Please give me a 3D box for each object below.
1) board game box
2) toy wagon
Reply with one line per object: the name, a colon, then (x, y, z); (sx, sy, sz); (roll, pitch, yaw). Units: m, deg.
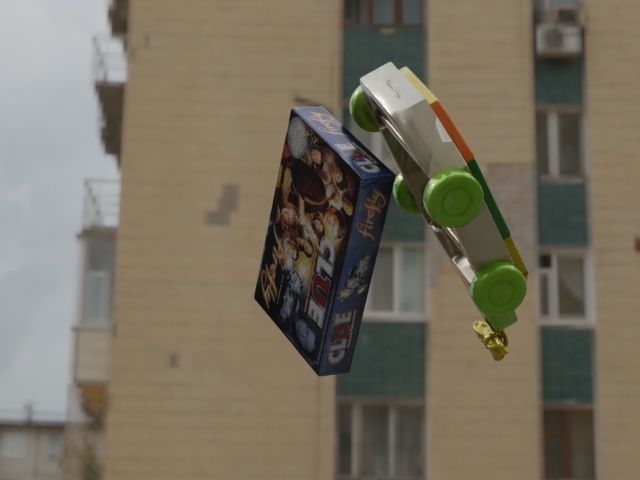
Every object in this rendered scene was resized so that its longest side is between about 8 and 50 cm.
board game box: (0.000, 0.000, 1.619); (0.042, 0.243, 0.165); (-5, 32, -30)
toy wagon: (0.139, -0.023, 1.576); (0.068, 0.267, 0.344); (-30, -59, -1)
